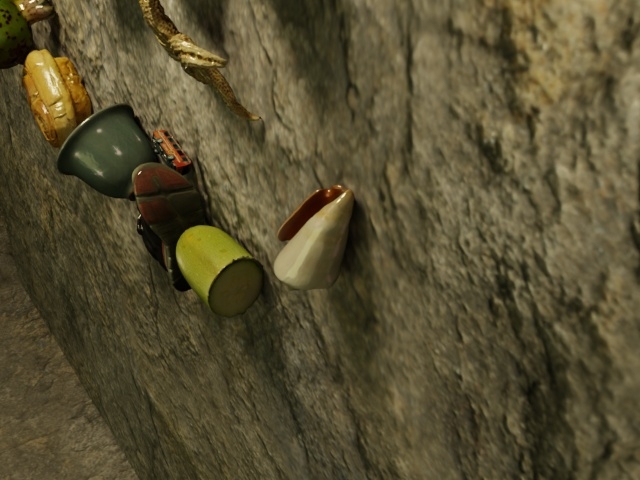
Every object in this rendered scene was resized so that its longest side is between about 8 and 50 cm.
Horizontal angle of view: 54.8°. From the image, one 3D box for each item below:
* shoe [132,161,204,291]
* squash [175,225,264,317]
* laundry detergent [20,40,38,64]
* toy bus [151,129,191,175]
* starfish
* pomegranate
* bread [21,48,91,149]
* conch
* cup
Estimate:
[{"bbox_3d":[-0.296,-0.038,1.207,0.137,0.114,0.291,39,148,41],"label":"shoe"},{"bbox_3d":[-0.195,0.039,1.105,0.186,0.123,0.123,39,138,36],"label":"squash"},{"bbox_3d":[-0.830,-0.546,1.691,0.171,0.076,0.237,48,-178,-19],"label":"laundry detergent"},{"bbox_3d":[-0.285,-0.168,1.181,0.110,0.043,0.031,52,141,27],"label":"toy bus"},{"bbox_3d":[-0.190,-0.280,0.903,0.277,0.062,0.236,48,179,-20],"label":"starfish"},{"bbox_3d":[-0.762,-0.527,1.487,0.202,0.247,0.202,156,90,-86],"label":"pomegranate"},{"bbox_3d":[-0.662,-0.356,1.548,0.236,0.120,0.198,64,149,5],"label":"bread"},{"bbox_3d":[-0.012,-0.002,0.838,0.104,0.094,0.176,-89,8,-55],"label":"conch"},{"bbox_3d":[-0.414,-0.159,1.275,0.150,0.199,0.199,45,145,3],"label":"cup"}]
